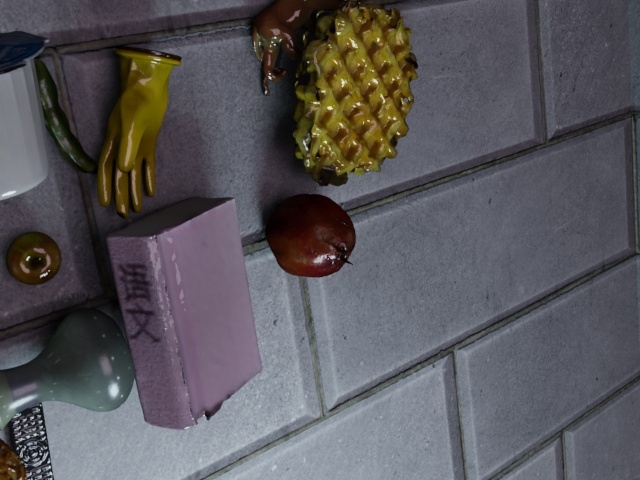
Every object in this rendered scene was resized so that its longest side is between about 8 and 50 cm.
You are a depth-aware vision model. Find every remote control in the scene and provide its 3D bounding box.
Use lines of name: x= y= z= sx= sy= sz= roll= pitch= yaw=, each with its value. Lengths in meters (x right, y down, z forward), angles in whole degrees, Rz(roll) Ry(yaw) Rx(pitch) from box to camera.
remote control: x=-0.503 y=0.396 z=1.458 sx=0.063 sy=0.025 sz=0.245 roll=-13 pitch=106 yaw=-37

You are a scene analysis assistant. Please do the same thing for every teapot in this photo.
teapot: x=-0.447 y=0.227 z=1.392 sx=0.250 sy=0.183 sz=0.184 roll=-20 pitch=110 yaw=-25

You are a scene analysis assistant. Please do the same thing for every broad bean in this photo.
broad bean: x=-0.435 y=-0.197 z=1.406 sx=0.227 sy=0.039 sz=0.069 roll=65 pitch=36 yaw=-30

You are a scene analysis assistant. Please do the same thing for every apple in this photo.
apple: x=-0.478 y=0.030 z=1.385 sx=0.089 sy=0.074 sz=0.090 roll=-7 pitch=102 yaw=-36

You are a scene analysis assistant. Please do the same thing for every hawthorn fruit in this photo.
hawthorn fruit: x=0.000 y=0.000 z=1.678 sx=0.181 sy=0.235 sz=0.181 roll=-19 pitch=120 yaw=-37

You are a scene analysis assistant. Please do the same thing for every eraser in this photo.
eraser: x=-0.239 y=0.124 z=1.520 sx=0.272 sy=0.122 sz=0.359 roll=-37 pitch=123 yaw=-59

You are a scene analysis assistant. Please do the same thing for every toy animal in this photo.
toy animal: x=-0.058 y=-0.458 z=1.654 sx=0.157 sy=0.097 sz=0.312 roll=42 pitch=72 yaw=-26

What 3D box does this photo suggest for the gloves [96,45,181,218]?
gloves: x=-0.321 y=-0.184 z=1.464 sx=0.133 sy=0.116 sz=0.295 roll=1 pitch=101 yaw=-49

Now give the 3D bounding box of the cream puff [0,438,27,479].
cream puff: x=-0.576 y=0.423 z=1.242 sx=0.303 sy=0.212 sz=0.303 roll=-35 pitch=143 yaw=-32

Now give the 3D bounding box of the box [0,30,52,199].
box: x=-0.533 y=-0.174 z=1.227 sx=0.291 sy=0.262 sz=0.206 roll=-6 pitch=117 yaw=-1

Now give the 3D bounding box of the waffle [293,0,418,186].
waffle: x=0.072 y=-0.306 z=1.720 sx=0.382 sy=0.095 sz=0.380 roll=-16 pitch=120 yaw=-52
